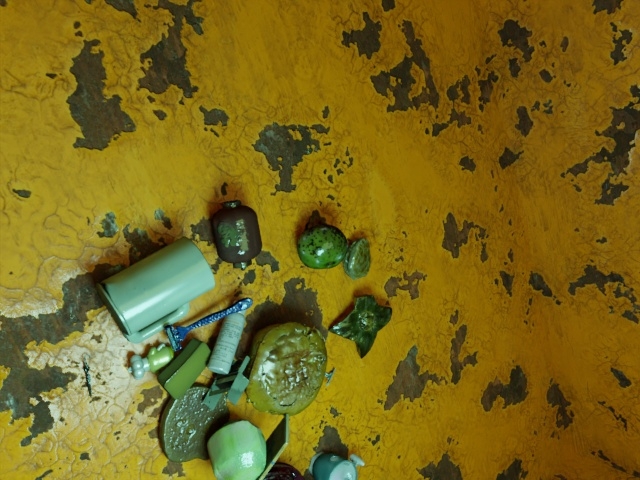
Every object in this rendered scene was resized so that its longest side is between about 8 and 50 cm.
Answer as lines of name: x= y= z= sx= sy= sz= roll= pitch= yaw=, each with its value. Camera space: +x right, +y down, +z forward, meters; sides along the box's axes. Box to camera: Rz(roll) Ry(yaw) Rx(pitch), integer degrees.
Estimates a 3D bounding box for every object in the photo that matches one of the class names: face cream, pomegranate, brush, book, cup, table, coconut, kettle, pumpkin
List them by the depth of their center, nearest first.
kettle: x=-0.537 y=0.161 z=1.559 sx=0.318 sy=0.265 sz=0.205 roll=-33 pitch=79 yaw=-31
brush: x=-0.468 y=0.442 z=1.644 sx=0.197 sy=0.059 sz=0.123 roll=-50 pitch=150 yaw=-31
coconut: x=-0.296 y=0.748 z=1.690 sx=0.205 sy=0.236 sz=0.235 roll=-19 pitch=104 yaw=-10
table: x=-0.325 y=0.511 z=1.698 sx=0.062 sy=0.146 sz=0.175 roll=48 pitch=42 yaw=-19
book: x=-0.184 y=0.766 z=1.711 sx=0.018 sy=0.170 sz=0.241 roll=32 pitch=100 yaw=-10
face cream: x=-0.333 y=0.349 z=1.735 sx=0.082 sy=0.082 sz=0.268 roll=35 pitch=57 yaw=-32
pomegranate: x=0.000 y=0.000 z=1.942 sx=0.214 sy=0.214 sz=0.247 roll=12 pitch=48 yaw=-36
cup: x=0.043 y=0.985 z=2.008 sx=0.300 sy=0.173 sz=0.167 roll=-11 pitch=98 yaw=-36
pumpkin: x=0.199 y=0.361 z=2.141 sx=0.290 sy=0.095 sz=0.258 roll=-53 pitch=123 yaw=-18

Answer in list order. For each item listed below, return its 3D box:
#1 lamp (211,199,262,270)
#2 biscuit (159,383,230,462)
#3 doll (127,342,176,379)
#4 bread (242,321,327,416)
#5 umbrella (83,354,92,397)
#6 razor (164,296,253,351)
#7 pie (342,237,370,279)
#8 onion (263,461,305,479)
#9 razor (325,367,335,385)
lamp: x=-0.307 y=-0.018 z=1.715 sx=0.180 sy=0.180 sz=0.257 roll=-14 pitch=102 yaw=-35
biscuit: x=-0.452 y=0.656 z=1.708 sx=0.257 sy=0.049 sz=0.272 roll=18 pitch=83 yaw=-38
doll: x=-0.570 y=0.411 z=1.603 sx=0.163 sy=0.062 sz=0.105 roll=-14 pitch=102 yaw=-36
bread: x=-0.147 y=0.483 z=1.832 sx=0.337 sy=0.204 sz=0.358 roll=26 pitch=81 yaw=-37
umbrella: x=-0.742 y=0.434 z=1.506 sx=0.022 sy=0.022 sz=0.148 roll=-5 pitch=99 yaw=-40
razor: x=-0.390 y=0.278 z=1.687 sx=0.324 sy=0.056 sz=0.093 roll=-24 pitch=99 yaw=-29
pie: x=0.170 y=0.084 z=2.120 sx=0.163 sy=0.079 sz=0.193 roll=27 pitch=77 yaw=-42
onion: x=-0.215 y=1.029 z=1.769 sx=0.386 sy=0.348 sz=0.347 roll=-10 pitch=100 yaw=0
razor: x=-0.012 y=0.524 z=2.038 sx=0.211 sy=0.036 sz=0.084 roll=55 pitch=39 yaw=-18
